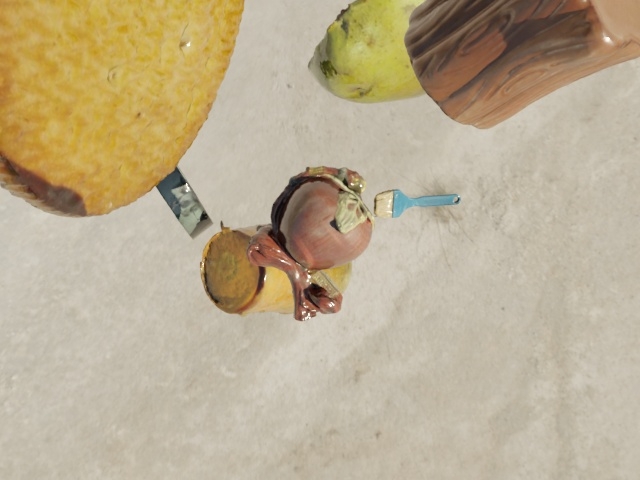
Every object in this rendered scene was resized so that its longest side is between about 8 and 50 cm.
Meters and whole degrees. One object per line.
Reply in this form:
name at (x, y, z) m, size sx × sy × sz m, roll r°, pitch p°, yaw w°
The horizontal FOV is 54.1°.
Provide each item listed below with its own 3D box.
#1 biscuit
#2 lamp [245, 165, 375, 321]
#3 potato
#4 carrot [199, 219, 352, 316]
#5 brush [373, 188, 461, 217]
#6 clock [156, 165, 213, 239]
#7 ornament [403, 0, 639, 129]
biscuit at (-0.122, -0.159, 0.402) m, size 0.038 × 0.305 × 0.305 m, roll 19°, pitch 110°, yaw 11°
lamp at (0.006, -0.005, 1.021) m, size 0.223 × 0.151 × 0.215 m, roll -40°, pitch 91°, yaw 31°
potato at (0.141, -0.375, 1.327) m, size 0.280 × 0.330 × 0.212 m, roll -34°, pitch 84°, yaw -7°
carrot at (-0.085, 0.063, 1.449) m, size 0.224 × 0.341 × 0.224 m, roll 0°, pitch 90°, yaw 38°
brush at (0.172, -0.068, 1.106) m, size 0.164 × 0.014 × 0.051 m, roll -4°, pitch 111°, yaw -14°
clock at (-0.356, -0.152, 1.455) m, size 0.066 × 0.319 × 0.318 m, roll -33°, pitch 109°, yaw -6°
ornament at (0.225, -0.251, 0.713) m, size 0.221 × 0.235 × 0.218 m, roll 37°, pitch 142°, yaw -21°
